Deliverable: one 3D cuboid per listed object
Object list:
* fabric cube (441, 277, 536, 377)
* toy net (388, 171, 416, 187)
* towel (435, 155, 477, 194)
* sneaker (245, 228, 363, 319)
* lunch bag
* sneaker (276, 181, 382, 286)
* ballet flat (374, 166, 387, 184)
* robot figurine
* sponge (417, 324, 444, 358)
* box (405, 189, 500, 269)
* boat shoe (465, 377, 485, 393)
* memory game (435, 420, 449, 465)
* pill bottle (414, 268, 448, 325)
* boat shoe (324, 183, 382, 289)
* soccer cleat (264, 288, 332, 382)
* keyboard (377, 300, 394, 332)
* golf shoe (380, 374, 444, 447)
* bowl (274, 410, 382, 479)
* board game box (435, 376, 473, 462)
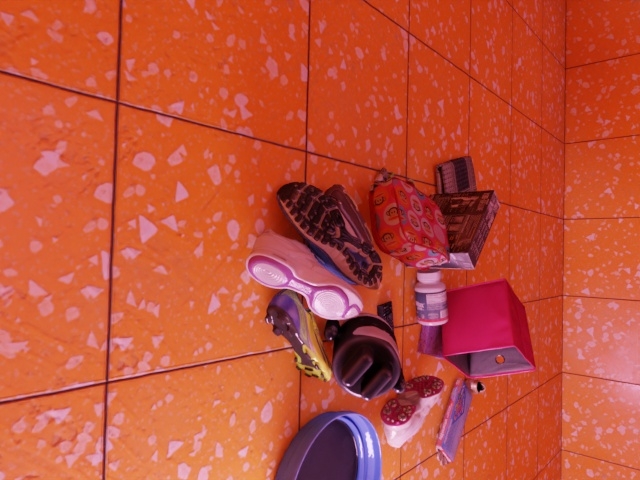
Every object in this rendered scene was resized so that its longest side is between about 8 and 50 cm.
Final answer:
[{"bbox_3d":[0.606,0.329,1.740,0.259,0.254,0.258,41,42,-40],"label":"fabric cube"},{"bbox_3d":[0.245,-0.098,1.523,0.122,0.045,0.232,28,70,-46],"label":"toy net"},{"bbox_3d":[0.544,-0.160,1.877,0.312,0.056,0.323,-23,105,-50],"label":"towel"},{"bbox_3d":[-0.021,0.072,1.103,0.305,0.114,0.152,33,34,-19],"label":"sneaker"},{"bbox_3d":[0.265,-0.064,1.405,0.293,0.120,0.257,23,53,-43],"label":"lunch bag"},{"bbox_3d":[0.000,0.000,1.184,0.330,0.147,0.129,49,55,-13],"label":"sneaker"},{"bbox_3d":[0.183,-0.171,1.459,0.041,0.041,0.114,8,83,-49],"label":"ballet flat"},{"bbox_3d":[0.115,0.295,1.224,0.278,0.174,0.208,-72,149,-78],"label":"robot figurine"},{"bbox_3d":[0.426,0.368,1.744,0.210,0.031,0.117,27,70,-47],"label":"sponge"},{"bbox_3d":[0.436,-0.041,1.595,0.307,0.243,0.076,-56,129,-34],"label":"box"},{"bbox_3d":[0.664,0.618,1.997,0.170,0.059,0.062,26,71,-46],"label":"boat shoe"},{"bbox_3d":[0.489,0.770,1.831,0.186,0.012,0.186,1,88,-49],"label":"memory game"},{"bbox_3d":[0.378,0.190,1.629,0.108,0.108,0.179,-14,101,-48],"label":"pill bottle"},{"bbox_3d":[0.093,-0.003,1.298,0.096,0.117,0.324,-51,120,-32],"label":"boat shoe"},{"bbox_3d":[-0.031,0.234,1.169,0.121,0.094,0.289,-55,129,-39],"label":"soccer cleat"},{"bbox_3d":[0.205,0.288,1.495,0.108,0.023,0.180,-11,97,-48],"label":"keyboard"},{"bbox_3d":[0.301,0.552,1.556,0.306,0.115,0.140,-22,117,-40],"label":"golf shoe"},{"bbox_3d":[0.023,0.642,1.244,0.391,0.077,0.390,0,90,-50],"label":"bowl"},{"bbox_3d":[0.520,0.691,1.838,0.145,0.027,0.281,57,50,-34],"label":"board game box"}]
